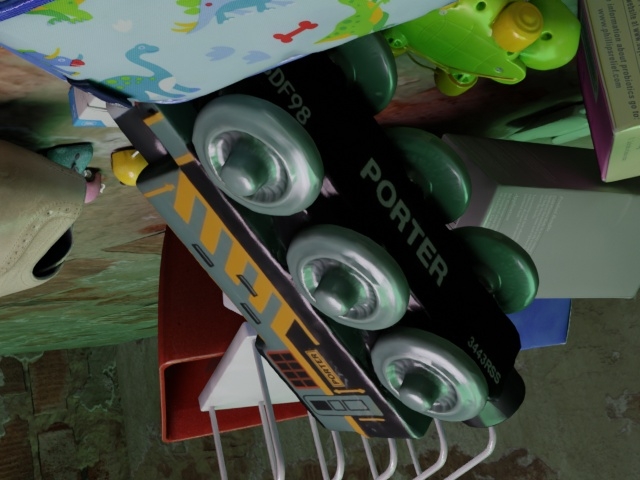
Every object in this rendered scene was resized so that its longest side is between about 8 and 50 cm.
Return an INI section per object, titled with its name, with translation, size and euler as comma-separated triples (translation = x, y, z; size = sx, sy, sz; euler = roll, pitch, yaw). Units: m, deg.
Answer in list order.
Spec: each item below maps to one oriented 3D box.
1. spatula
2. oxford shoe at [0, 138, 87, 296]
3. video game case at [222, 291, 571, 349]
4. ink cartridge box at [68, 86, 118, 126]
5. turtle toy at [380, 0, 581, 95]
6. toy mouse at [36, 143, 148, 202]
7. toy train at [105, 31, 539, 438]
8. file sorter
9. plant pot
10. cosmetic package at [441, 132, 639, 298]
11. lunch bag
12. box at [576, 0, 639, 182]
[spatula]
translation = 0.348, -0.148, 0.894
size = 0.242, 0.019, 0.168
euler = -16, 169, 36
[oxford shoe]
translation = -0.306, 0.017, 0.725
size = 0.146, 0.141, 0.397
euler = 7, 165, -24
[video game case]
translation = 0.074, 0.063, 0.826
size = 0.269, 0.061, 0.244
euler = -2, -170, -33
[ink cartridge box]
translation = -0.141, -0.106, 0.560
size = 0.048, 0.028, 0.083
euler = -5, 170, -32
[turtle toy]
translation = 0.095, -0.133, 0.475
size = 0.130, 0.066, 0.095
euler = 24, 162, -15
[toy mouse]
translation = -0.232, -0.058, 0.755
size = 0.143, 0.031, 0.161
euler = -7, 171, -22
[toy train]
translation = 0.000, 0.000, 0.523
size = 0.190, 0.334, 0.142
euler = -14, -148, 45
[file sorter]
translation = 0.031, 0.205, 0.920
size = 0.277, 0.173, 0.193
euler = -1, 147, -26
[plant pot]
translation = -0.098, 0.092, 1.075
size = 0.267, 0.236, 0.267
euler = -8, 150, -15
[cosmetic package]
translation = 0.214, -0.019, 0.763
size = 0.237, 0.107, 0.127
euler = 2, 123, -30
[lunch bag]
translation = -0.040, -0.133, 0.310
size = 0.218, 0.090, 0.176
euler = -14, 167, 17
[box]
translation = 0.321, -0.139, 0.587
size = 0.242, 0.117, 0.213
euler = -12, 172, 17
